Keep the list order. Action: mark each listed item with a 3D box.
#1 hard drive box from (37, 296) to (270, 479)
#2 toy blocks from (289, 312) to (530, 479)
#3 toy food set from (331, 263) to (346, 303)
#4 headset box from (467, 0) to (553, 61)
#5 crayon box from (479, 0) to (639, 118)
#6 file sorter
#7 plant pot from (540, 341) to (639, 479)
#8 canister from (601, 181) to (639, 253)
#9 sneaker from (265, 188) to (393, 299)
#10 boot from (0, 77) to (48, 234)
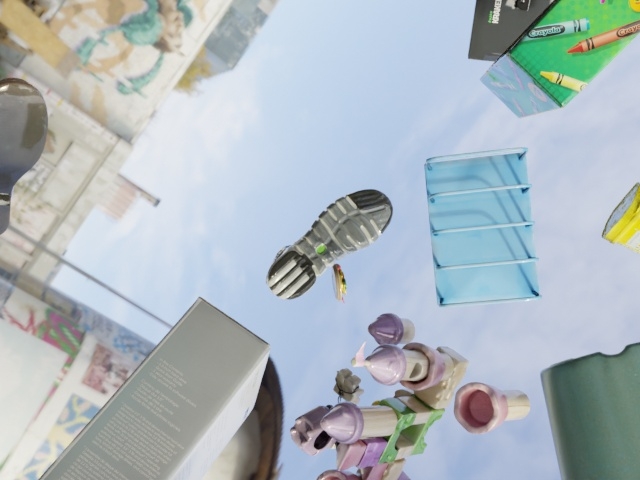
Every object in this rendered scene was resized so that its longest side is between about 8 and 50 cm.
[{"bbox_3d":[-0.156,0.198,0.694,0.232,0.089,0.181,-51,168,-33],"label":"hard drive box"},{"bbox_3d":[0.067,0.258,1.008,0.309,0.260,0.289,35,-75,40],"label":"toy blocks"},{"bbox_3d":[0.038,0.088,1.489,0.083,0.020,0.083,91,-11,-53],"label":"toy food set"},{"bbox_3d":[0.330,-0.450,1.185,0.283,0.131,0.247,-65,161,-53],"label":"headset box"},{"bbox_3d":[0.277,-0.228,0.807,0.165,0.081,0.278,-46,180,10],"label":"crayon box"},{"bbox_3d":[0.181,-0.014,0.802,0.104,0.118,0.171,7,78,-80],"label":"file sorter"},{"bbox_3d":[0.521,0.341,1.144,0.341,0.341,0.334,-30,-116,43],"label":"plant pot"},{"bbox_3d":[0.589,-0.013,1.225,0.073,0.169,0.126,-58,170,-30],"label":"canister"},{"bbox_3d":[0.000,0.000,1.111,0.228,0.086,0.132,-36,-172,-13],"label":"sneaker"},{"bbox_3d":[-0.465,-0.135,1.018,0.305,0.112,0.115,-47,-136,41],"label":"boot"}]
